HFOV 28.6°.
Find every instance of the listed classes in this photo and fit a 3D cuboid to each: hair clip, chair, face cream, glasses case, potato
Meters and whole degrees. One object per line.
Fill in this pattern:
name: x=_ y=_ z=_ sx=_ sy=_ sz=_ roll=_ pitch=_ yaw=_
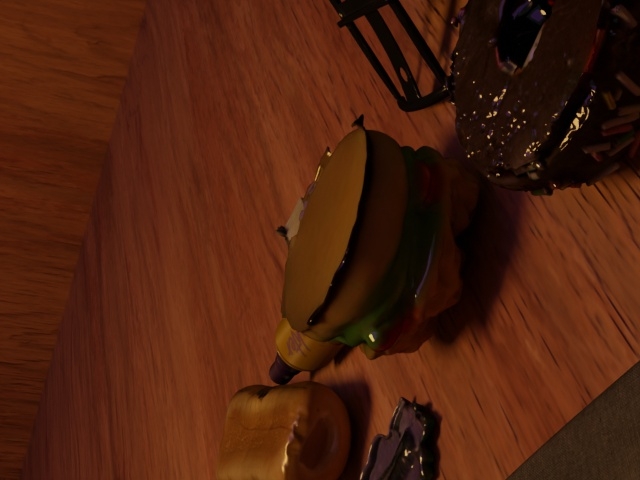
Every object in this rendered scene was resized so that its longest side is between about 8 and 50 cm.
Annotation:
hair clip: x=0.062 y=0.243 z=1.266 sx=0.195 sy=0.052 sz=0.124 roll=-65 pitch=29 yaw=24
chair: x=0.085 y=-0.283 z=1.342 sx=0.260 sy=0.141 sz=0.154 roll=56 pitch=164 yaw=-10
face cream: x=-0.002 y=0.097 z=1.467 sx=0.273 sy=0.078 sz=0.078 roll=126 pitch=148 yaw=-51
glasses case: x=0.204 y=0.183 z=0.853 sx=0.323 sy=0.074 sz=0.131 roll=123 pitch=149 yaw=-48
potato: x=0.000 y=-0.001 z=1.516 sx=0.061 sy=0.086 sz=0.122 roll=-59 pitch=23 yaw=15

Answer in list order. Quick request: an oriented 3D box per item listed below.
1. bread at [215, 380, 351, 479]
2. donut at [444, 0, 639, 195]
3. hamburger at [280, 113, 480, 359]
bread: x=-0.046 y=0.242 z=1.502 sx=0.305 sy=0.091 sz=0.142 roll=160 pitch=120 yaw=-68
donut: x=0.195 y=-0.163 z=1.007 sx=0.270 sy=0.103 sz=0.269 roll=-169 pitch=90 yaw=-68
hamburger: x=0.064 y=0.012 z=1.223 sx=0.237 sy=0.149 sz=0.237 roll=-161 pitch=90 yaw=-74
